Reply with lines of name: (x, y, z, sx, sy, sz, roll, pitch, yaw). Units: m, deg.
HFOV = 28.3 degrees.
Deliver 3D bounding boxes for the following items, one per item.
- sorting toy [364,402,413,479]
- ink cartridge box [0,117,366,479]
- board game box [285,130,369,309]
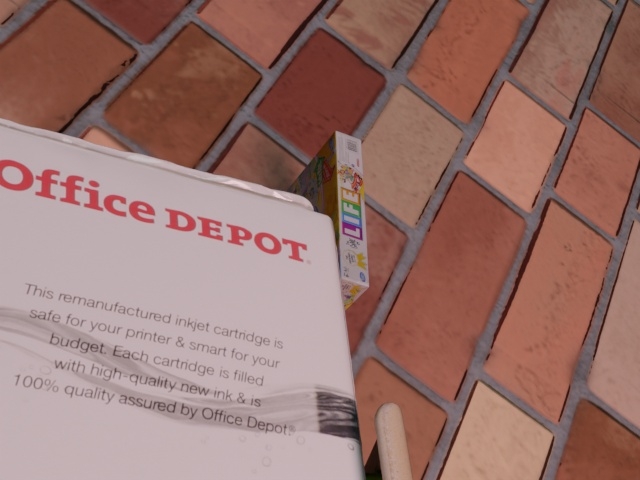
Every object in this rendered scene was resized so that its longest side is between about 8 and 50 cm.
sorting toy: (0.036, 0.235, 0.819, 0.038, 0.208, 0.193, -2, 54, -8)
ink cartridge box: (-0.130, 0.145, 0.782, 0.285, 0.166, 0.395, 15, 49, -26)
board game box: (0.000, 0.000, 1.043, 0.026, 0.103, 0.154, 18, 47, -23)
